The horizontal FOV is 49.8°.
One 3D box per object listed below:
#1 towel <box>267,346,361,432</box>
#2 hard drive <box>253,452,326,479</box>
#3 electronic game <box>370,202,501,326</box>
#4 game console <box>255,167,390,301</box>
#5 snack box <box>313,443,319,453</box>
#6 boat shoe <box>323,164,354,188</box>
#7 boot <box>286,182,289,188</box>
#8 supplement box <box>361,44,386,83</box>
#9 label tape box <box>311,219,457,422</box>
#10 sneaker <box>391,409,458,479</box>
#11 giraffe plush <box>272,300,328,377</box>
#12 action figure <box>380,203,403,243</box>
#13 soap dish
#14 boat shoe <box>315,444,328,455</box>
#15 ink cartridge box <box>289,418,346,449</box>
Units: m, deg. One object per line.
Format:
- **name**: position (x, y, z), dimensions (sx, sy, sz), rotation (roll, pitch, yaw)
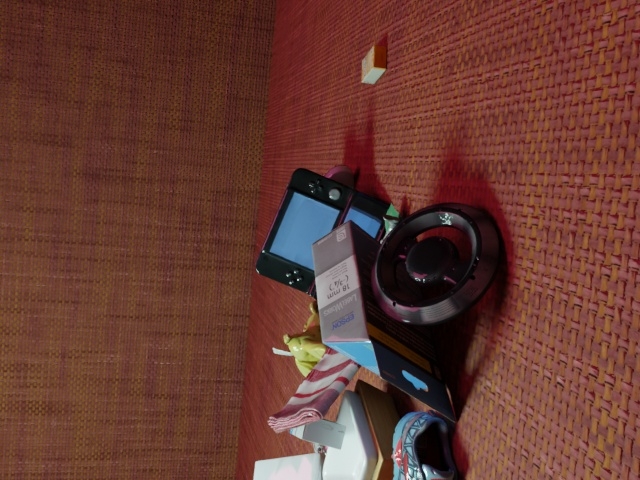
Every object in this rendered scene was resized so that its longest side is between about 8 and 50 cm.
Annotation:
- **towel**: position (0.035, 0.262, 1.461), dimensions (0.329, 0.037, 0.237), rotation (-48, 6, -34)
- **hard drive**: position (-0.082, 0.665, 1.587), dimensions (0.210, 0.040, 0.318), rotation (-20, 51, 34)
- **electronic game**: position (0.185, 0.036, 1.132), dimensions (0.229, 0.048, 0.229), rotation (-21, 48, 25)
- **game console**: position (0.000, 0.000, 1.665), dimensions (0.173, 0.250, 0.293), rotation (-104, 37, -84)
- **snack box**: position (-0.009, 0.580, 2.058), dimensions (0.178, 0.022, 0.064), rotation (-111, 30, -61)
- **boat shoe**: position (0.033, -0.149, 1.974), dimensions (0.267, 0.096, 0.088), rotation (102, 162, -61)
- **boot**: position (-0.040, -0.060, 1.846), dimensions (0.236, 0.085, 0.178), rotation (17, 94, 58)
- **supplement box**: position (0.135, -0.445, 1.747), dimensions (0.098, 0.036, 0.062), rotation (145, 129, -73)
- **label tape box**: position (0.107, 0.161, 1.246), dimensions (0.106, 0.241, 0.333), rotation (-32, 43, 25)
- **sneaker**: position (0.178, 0.423, 1.184), dimensions (0.125, 0.104, 0.261), rotation (130, 142, -64)
- **giraffe plush**: position (0.002, 0.268, 1.871), dimensions (0.170, 0.210, 0.181), rotation (-55, -22, -38)
- **action figure**: position (0.142, 0.049, 1.535), dimensions (0.137, 0.064, 0.232), rotation (-105, 20, -45)
- **soap dish**: position (0.098, 0.479, 1.458), dimensions (0.229, 0.118, 0.290), rotation (-109, 26, -59)
- **boat shoe**: position (0.026, 0.562, 1.809), dimensions (0.083, 0.076, 0.226), rotation (-108, 26, -56)
- **ink cartridge box**: position (-0.007, 0.401, 1.458), dimensions (0.122, 0.089, 0.052), rotation (144, 142, -72)
